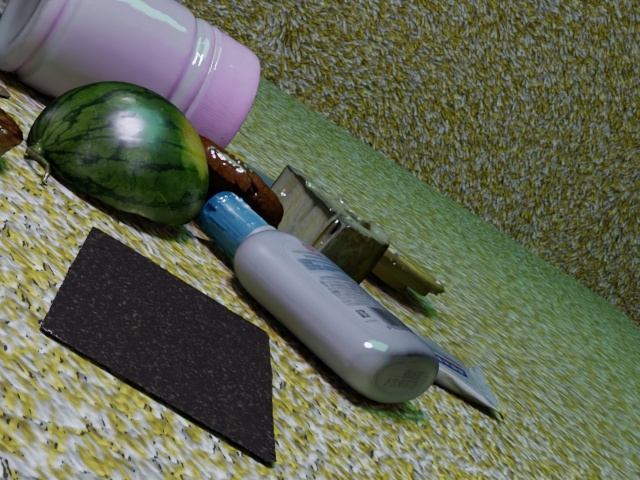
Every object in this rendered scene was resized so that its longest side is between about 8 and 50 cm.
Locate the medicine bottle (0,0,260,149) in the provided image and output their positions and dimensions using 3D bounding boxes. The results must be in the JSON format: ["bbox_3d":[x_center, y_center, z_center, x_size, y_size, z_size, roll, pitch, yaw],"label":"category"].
[{"bbox_3d":[-0.264,-0.250,1.667,0.316,0.202,0.202,30,11,-29],"label":"medicine bottle"}]

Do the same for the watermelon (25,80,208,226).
[{"bbox_3d":[-0.222,-0.113,1.399,0.232,0.127,0.204,20,20,-37],"label":"watermelon"}]

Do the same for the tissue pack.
[{"bbox_3d":[0.152,0.161,1.599,0.193,0.026,0.122,30,12,-24],"label":"tissue pack"}]

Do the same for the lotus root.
[{"bbox_3d":[0.000,0.000,1.602,0.138,0.119,0.235,30,10,-24],"label":"lotus root"}]

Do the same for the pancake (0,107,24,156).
[{"bbox_3d":[-0.445,-0.178,1.166,0.356,0.065,0.356,35,11,-8],"label":"pancake"}]

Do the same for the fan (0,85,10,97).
[{"bbox_3d":[-0.480,-0.236,1.465,0.152,0.008,0.227,42,11,33],"label":"fan"}]

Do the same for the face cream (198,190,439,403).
[{"bbox_3d":[-0.018,0.056,1.390,0.337,0.080,0.163,40,12,31],"label":"face cream"}]

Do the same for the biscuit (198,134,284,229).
[{"bbox_3d":[-0.132,-0.071,1.556,0.192,0.049,0.192,30,-21,12],"label":"biscuit"}]

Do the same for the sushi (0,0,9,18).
[{"bbox_3d":[-0.397,-0.326,1.848,0.332,0.130,0.124,40,5,-1],"label":"sushi"}]

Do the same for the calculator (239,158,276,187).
[{"bbox_3d":[-0.078,-0.061,1.839,0.299,0.041,0.185,33,10,-14],"label":"calculator"}]

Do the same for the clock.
[{"bbox_3d":[0.093,0.023,1.936,0.237,0.057,0.237,38,5,-4],"label":"clock"}]

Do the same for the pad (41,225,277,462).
[{"bbox_3d":[-0.134,0.083,1.110,0.220,0.004,0.330,33,10,-10],"label":"pad"}]
